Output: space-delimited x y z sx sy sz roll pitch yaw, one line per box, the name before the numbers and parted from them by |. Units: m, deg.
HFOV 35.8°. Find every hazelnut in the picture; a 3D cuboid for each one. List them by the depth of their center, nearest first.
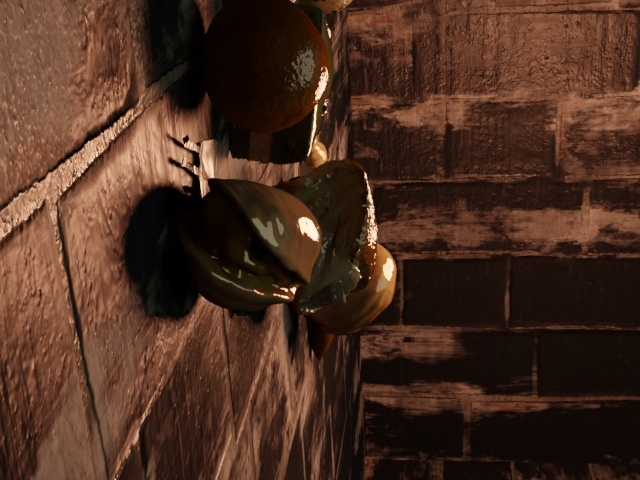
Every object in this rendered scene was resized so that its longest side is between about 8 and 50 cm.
hazelnut | 0.054 0.093 2.337 0.261 0.261 0.241 76 15 -62

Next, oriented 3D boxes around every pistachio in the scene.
pistachio | -0.101 0.002 1.383 0.299 0.187 0.188 38 51 -73

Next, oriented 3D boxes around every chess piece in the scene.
chess piece | -0.026 -0.236 2.445 0.122 0.066 0.066 63 27 -62

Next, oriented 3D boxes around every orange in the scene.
orange | -0.082 -0.260 1.445 0.206 0.206 0.206 0 90 -83

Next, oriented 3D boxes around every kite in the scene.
kite | -0.170 -0.092 1.412 0.245 0.015 0.141 57 32 -84

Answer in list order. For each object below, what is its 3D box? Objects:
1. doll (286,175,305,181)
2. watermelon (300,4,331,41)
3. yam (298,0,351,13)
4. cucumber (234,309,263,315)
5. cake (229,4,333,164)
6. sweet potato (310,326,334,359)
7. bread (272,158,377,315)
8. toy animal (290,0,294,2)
doll | -0.019 -0.030 2.189 0.143 0.135 0.234 73 21 -60
watermelon | -0.008 -0.526 2.530 0.182 0.075 0.092 79 9 -50
yam | -0.008 -0.639 2.165 0.304 0.167 0.168 71 19 -70
cucumber | -0.114 0.063 1.689 0.116 0.062 0.115 -83 166 -55
cake | -0.075 -0.275 1.675 0.284 0.157 0.172 -79 166 -45
sweet potato | 0.001 0.168 2.564 0.346 0.079 0.108 78 25 -45
bread | 0.000 0.000 1.931 0.250 0.224 0.279 84 -2 -83
toy animal | -0.062 -0.482 1.874 0.127 0.131 0.182 5 -79 54
